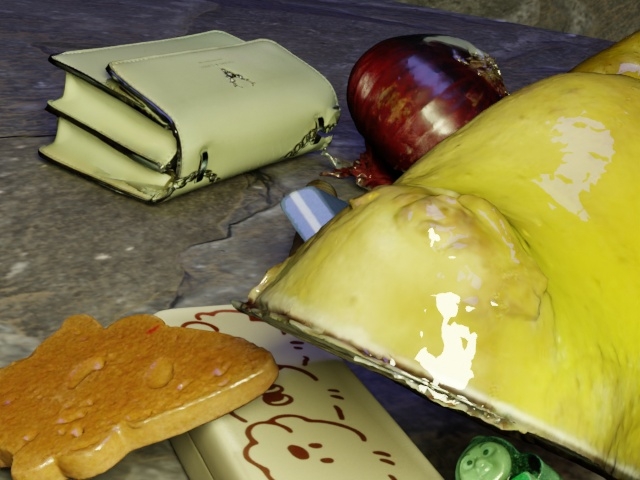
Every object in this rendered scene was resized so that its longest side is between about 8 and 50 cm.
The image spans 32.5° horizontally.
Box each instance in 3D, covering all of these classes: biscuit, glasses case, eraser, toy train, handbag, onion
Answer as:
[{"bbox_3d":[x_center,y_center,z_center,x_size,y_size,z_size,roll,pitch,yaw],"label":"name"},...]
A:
[{"bbox_3d":[-0.161,0.112,0.806,0.280,0.043,0.183,-8,35,13],"label":"biscuit"},{"bbox_3d":[-0.024,0.154,0.820,0.144,0.076,0.336,-2,25,-26],"label":"glasses case"},{"bbox_3d":[0.044,0.003,1.137,0.082,0.036,0.225,54,16,29],"label":"eraser"},{"bbox_3d":[0.147,0.188,0.706,0.178,0.071,0.104,42,19,-44],"label":"toy train"},{"bbox_3d":[-0.163,-0.171,1.457,0.237,0.160,0.358,28,28,24],"label":"handbag"},{"bbox_3d":[0.129,-0.131,1.441,0.273,0.285,0.273,47,15,-16],"label":"onion"}]

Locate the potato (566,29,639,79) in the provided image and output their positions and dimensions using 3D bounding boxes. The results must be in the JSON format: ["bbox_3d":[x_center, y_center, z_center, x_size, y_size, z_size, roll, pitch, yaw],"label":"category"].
[{"bbox_3d":[0.274,-0.097,1.229,0.369,0.176,0.195,-29,16,17],"label":"potato"}]

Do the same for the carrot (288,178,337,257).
[{"bbox_3d":[-0.001,-0.001,1.222,0.070,0.070,0.342,8,20,-2],"label":"carrot"}]

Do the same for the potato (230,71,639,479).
[{"bbox_3d":[0.140,-0.012,0.775,0.290,0.296,0.397,18,-10,39],"label":"potato"}]
